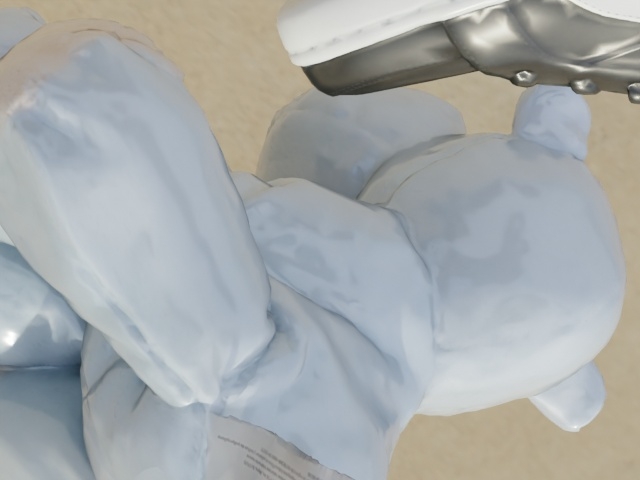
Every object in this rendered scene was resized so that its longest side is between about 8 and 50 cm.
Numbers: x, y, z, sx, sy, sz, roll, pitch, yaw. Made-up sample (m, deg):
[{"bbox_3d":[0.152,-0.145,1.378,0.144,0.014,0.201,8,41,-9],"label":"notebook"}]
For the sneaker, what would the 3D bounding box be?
[{"bbox_3d":[0.106,-0.042,0.475,0.217,0.079,0.121,-17,104,11],"label":"sneaker"}]

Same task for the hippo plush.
[{"bbox_3d":[0.000,0.000,0.685,0.236,0.294,0.234,-28,121,-30],"label":"hippo plush"}]
